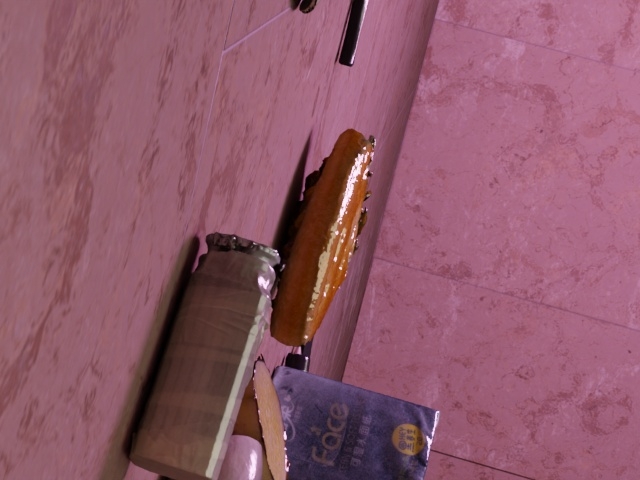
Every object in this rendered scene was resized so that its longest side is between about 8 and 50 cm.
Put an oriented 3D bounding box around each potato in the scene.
[{"bbox_3d":[-0.086,0.209,1.508,0.200,0.081,0.164,74,7,-70],"label":"potato"}]

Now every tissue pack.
[{"bbox_3d":[0.030,0.307,2.040,0.081,0.257,0.185,101,6,-56],"label":"tissue pack"}]

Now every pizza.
[{"bbox_3d":[0.000,0.000,1.772,0.229,0.081,0.289,49,57,-76],"label":"pizza"}]

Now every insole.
[{"bbox_3d":[-0.025,0.193,2.458,0.309,0.012,0.110,99,7,-53],"label":"insole"}]

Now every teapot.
[{"bbox_3d":[-0.091,0.099,1.150,0.107,0.077,0.200,101,6,-73],"label":"teapot"}]

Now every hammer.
[{"bbox_3d":[0.056,-0.320,1.759,0.078,0.021,0.201,-30,135,-82],"label":"hammer"}]

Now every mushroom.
[{"bbox_3d":[-0.117,0.278,1.317,0.116,0.093,0.225,-51,-163,41],"label":"mushroom"}]

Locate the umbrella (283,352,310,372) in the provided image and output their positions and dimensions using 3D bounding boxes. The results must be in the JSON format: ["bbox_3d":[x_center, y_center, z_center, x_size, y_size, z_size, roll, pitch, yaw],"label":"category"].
[{"bbox_3d":[-0.057,0.282,2.136,0.071,0.080,0.224,32,66,-48],"label":"umbrella"}]

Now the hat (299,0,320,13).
[{"bbox_3d":[0.029,-0.292,1.326,0.122,0.081,0.166,95,21,-51],"label":"hat"}]

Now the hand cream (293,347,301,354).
[{"bbox_3d":[-0.047,0.236,2.249,0.143,0.039,0.061,-76,175,-46],"label":"hand cream"}]
